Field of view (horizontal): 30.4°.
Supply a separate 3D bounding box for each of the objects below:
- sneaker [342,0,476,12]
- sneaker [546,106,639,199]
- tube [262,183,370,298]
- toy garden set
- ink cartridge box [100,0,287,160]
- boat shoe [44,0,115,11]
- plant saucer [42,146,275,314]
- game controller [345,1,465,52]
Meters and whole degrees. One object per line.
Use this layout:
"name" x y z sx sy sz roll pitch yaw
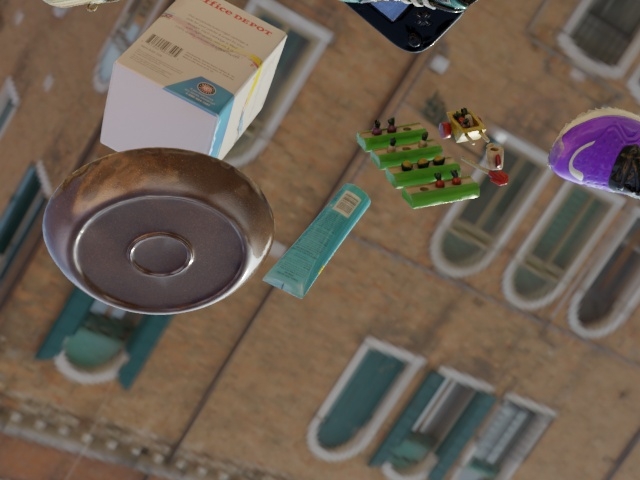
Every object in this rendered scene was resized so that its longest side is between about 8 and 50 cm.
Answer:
"sneaker" 0.145 -0.377 1.645 0.108 0.302 0.121 70 -166 -45
"sneaker" 0.451 -0.096 1.578 0.294 0.102 0.146 2 -148 -26
"tube" 0.000 0.000 1.843 0.080 0.207 0.052 21 151 37
"toy garden set" 0.191 -0.141 1.830 0.204 0.049 0.244 -11 -149 -15
"ink cartridge box" -0.219 -0.267 2.043 0.198 0.197 0.270 28 -133 5
"boat shoe" -0.350 -0.458 2.065 0.089 0.285 0.104 81 172 -58
"plant saucer" -0.215 0.005 1.579 0.311 0.310 0.050 25 -141 -30
"game controller" 0.079 -0.433 1.828 0.319 0.166 0.067 38 -129 -10
